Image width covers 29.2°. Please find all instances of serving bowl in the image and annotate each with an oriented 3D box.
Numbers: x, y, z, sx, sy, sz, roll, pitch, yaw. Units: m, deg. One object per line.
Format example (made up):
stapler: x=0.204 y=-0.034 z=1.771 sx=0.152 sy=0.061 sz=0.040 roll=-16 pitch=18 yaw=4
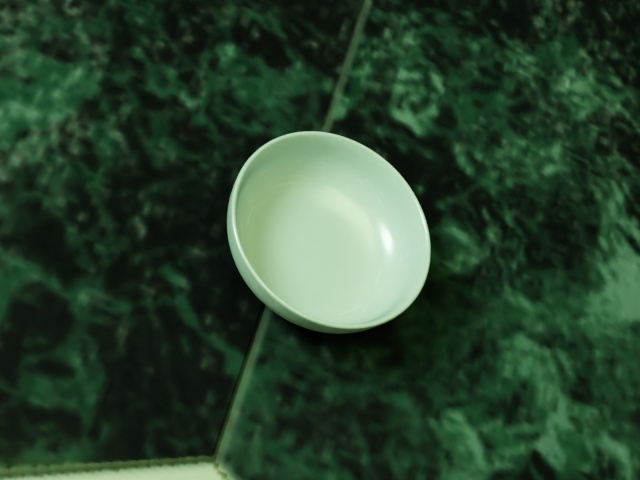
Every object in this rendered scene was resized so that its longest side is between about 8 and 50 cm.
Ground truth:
serving bowl: x=0.000 y=0.000 z=0.479 sx=0.083 sy=0.027 sz=0.083 roll=11 pitch=62 yaw=-22
